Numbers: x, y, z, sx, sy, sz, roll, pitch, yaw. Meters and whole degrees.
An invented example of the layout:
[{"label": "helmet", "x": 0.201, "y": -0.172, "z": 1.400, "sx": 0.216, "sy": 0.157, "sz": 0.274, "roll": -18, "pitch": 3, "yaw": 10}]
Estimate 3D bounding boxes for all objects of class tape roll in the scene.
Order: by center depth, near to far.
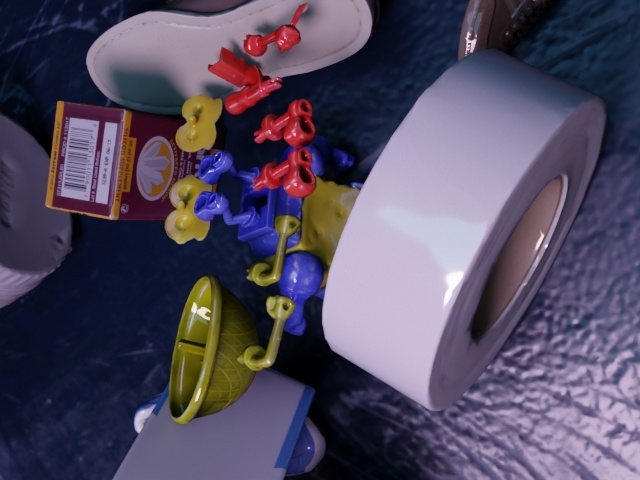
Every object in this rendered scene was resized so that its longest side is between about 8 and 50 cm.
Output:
[{"label": "tape roll", "x": 0.121, "y": -0.006, "z": 0.824, "sx": 0.100, "sy": 0.286, "sz": 0.286, "roll": 29, "pitch": 102, "yaw": 21}]

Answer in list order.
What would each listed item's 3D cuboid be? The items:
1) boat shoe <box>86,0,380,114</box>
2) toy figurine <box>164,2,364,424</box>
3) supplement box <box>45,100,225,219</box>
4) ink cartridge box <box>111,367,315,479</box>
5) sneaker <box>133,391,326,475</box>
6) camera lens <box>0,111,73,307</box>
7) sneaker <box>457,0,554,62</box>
[{"label": "boat shoe", "x": -0.088, "y": -0.213, "z": 1.019, "sx": 0.324, "sy": 0.097, "sz": 0.117, "roll": -11, "pitch": 124, "yaw": 27}, {"label": "toy figurine", "x": 0.000, "y": 0.000, "z": 0.911, "sx": 0.191, "sy": 0.217, "sz": 0.363, "roll": -28, "pitch": 50, "yaw": 42}, {"label": "supplement box", "x": -0.180, "y": -0.076, "z": 1.012, "sx": 0.080, "sy": 0.188, "sz": 0.104, "roll": 11, "pitch": 95, "yaw": 23}, {"label": "ink cartridge box", "x": -0.131, "y": 0.284, "z": 0.919, "sx": 0.129, "sy": 0.223, "sz": 0.308, "roll": 22, "pitch": 121, "yaw": 0}, {"label": "sneaker", "x": -0.096, "y": 0.202, "z": 1.037, "sx": 0.211, "sy": 0.081, "sz": 0.080, "roll": 5, "pitch": 91, "yaw": 23}, {"label": "camera lens", "x": -0.444, "y": -0.004, "z": 1.118, "sx": 0.274, "sy": 0.219, "sz": 0.220, "roll": -23, "pitch": 81, "yaw": 24}, {"label": "sneaker", "x": 0.182, "y": -0.226, "z": 0.909, "sx": 0.071, "sy": 0.066, "sz": 0.189, "roll": 22, "pitch": 101, "yaw": 22}]
